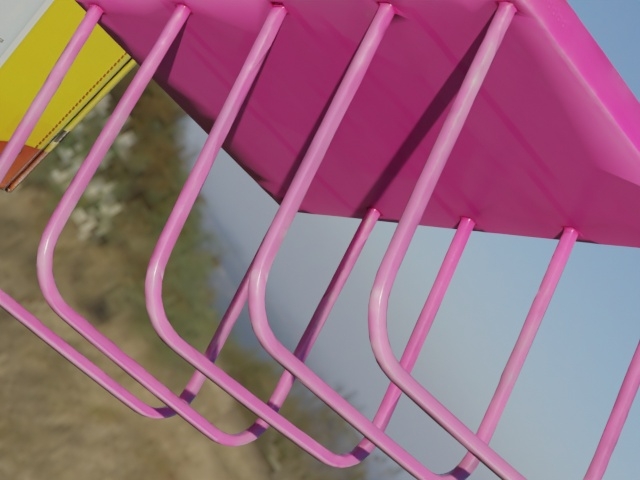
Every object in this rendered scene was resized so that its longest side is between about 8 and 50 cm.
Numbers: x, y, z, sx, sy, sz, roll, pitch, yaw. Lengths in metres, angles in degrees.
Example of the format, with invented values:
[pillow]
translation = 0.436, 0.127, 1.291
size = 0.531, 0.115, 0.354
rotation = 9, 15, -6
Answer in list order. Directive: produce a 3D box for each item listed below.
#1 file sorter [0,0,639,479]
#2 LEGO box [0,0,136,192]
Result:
[file sorter]
translation = 0.000, 0.000, 0.867
size = 0.290, 0.182, 0.202
rotation = 7, -28, 43
[LEGO box]
translation = -0.235, -0.296, 1.199
size = 0.372, 0.500, 0.193
rotation = 25, 44, -30
